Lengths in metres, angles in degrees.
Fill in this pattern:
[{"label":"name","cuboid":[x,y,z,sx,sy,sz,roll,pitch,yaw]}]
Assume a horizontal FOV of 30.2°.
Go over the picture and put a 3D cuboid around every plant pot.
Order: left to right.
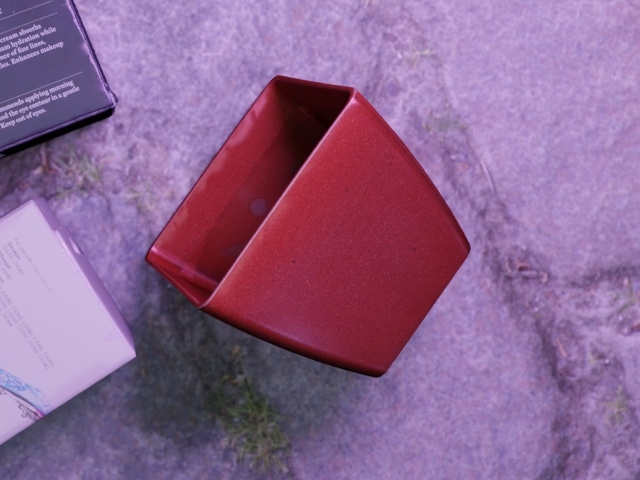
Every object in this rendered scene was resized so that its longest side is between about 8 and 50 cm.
[{"label":"plant pot","cuboid":[0.000,0.000,1.313,0.236,0.267,0.267,37,86,-23]}]

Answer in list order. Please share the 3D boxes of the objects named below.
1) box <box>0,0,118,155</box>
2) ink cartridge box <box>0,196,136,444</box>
[{"label":"box","cuboid":[-0.431,-0.219,1.246,0.343,0.179,0.312,-22,97,-9]},{"label":"ink cartridge box","cuboid":[-0.362,0.104,1.268,0.270,0.198,0.197,-33,98,-6]}]
